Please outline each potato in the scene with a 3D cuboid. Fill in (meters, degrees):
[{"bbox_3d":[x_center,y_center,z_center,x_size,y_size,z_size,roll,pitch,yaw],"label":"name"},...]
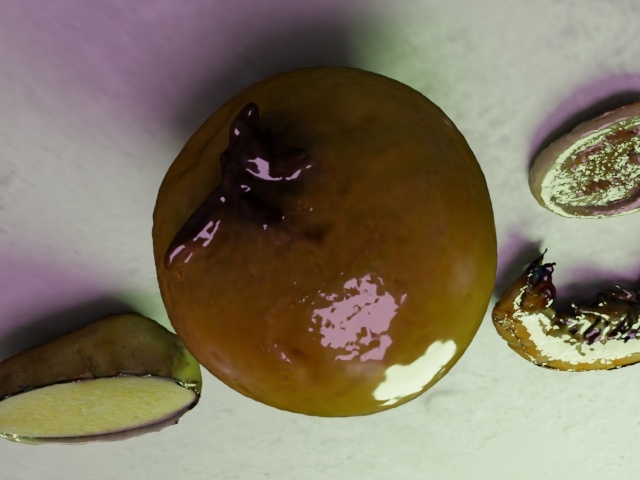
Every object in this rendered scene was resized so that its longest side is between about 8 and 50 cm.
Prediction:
[{"bbox_3d":[-0.202,0.115,0.932,0.200,0.081,0.164,-18,151,17],"label":"potato"}]

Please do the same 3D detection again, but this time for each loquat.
[{"bbox_3d":[0.000,0.000,0.696,0.244,0.244,0.244,-6,143,-4],"label":"loquat"}]

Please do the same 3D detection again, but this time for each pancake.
[{"bbox_3d":[0.231,-0.060,0.834,0.139,0.022,0.139,-6,144,-5],"label":"pancake"}]

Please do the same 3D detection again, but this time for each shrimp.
[{"bbox_3d":[0.280,0.039,0.949,0.222,0.054,0.290,21,138,-33],"label":"shrimp"}]
